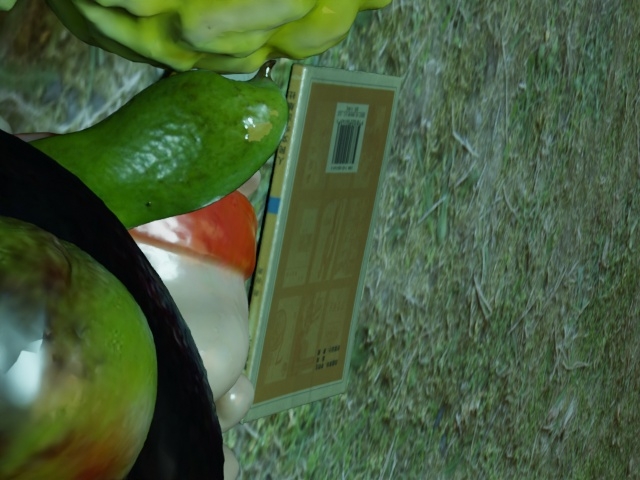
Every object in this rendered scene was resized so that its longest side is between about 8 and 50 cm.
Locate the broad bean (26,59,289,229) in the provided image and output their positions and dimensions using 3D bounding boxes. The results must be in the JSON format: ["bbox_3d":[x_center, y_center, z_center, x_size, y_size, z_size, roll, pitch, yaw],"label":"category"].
[{"bbox_3d":[-0.129,-0.006,0.649,0.052,0.256,0.053,67,-6,-27],"label":"broad bean"}]

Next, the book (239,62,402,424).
[{"bbox_3d":[-0.001,0.000,1.145,0.170,0.018,0.241,-5,107,-65],"label":"book"}]

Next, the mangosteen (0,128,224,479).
[{"bbox_3d":[-0.143,0.095,0.499,0.287,0.288,0.233,-68,153,-17],"label":"mangosteen"}]

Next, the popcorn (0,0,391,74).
[{"bbox_3d":[-0.054,-0.197,0.667,0.212,0.259,0.259,-84,179,-70],"label":"popcorn"}]

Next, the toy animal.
[{"bbox_3d":[-0.105,0.042,0.746,0.171,0.171,0.197,-38,140,-56],"label":"toy animal"}]

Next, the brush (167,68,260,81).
[{"bbox_3d":[-0.029,-0.160,0.981,0.336,0.020,0.085,-62,154,-31],"label":"brush"}]
